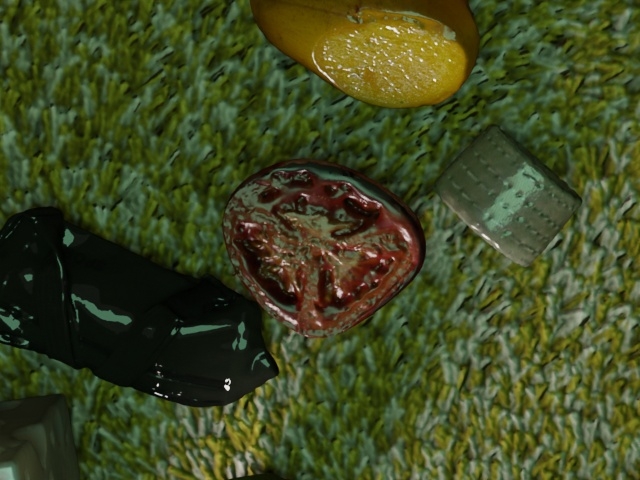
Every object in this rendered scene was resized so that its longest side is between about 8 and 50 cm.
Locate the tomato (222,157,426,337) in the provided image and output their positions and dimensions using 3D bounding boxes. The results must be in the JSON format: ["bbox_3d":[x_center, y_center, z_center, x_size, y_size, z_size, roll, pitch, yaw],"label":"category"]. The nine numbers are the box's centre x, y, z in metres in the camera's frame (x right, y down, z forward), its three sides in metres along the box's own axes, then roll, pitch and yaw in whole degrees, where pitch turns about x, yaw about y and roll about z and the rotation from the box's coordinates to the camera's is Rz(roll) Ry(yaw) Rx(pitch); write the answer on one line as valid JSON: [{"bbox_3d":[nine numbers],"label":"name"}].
[{"bbox_3d":[0.001,-0.008,1.589,0.166,0.082,0.174,-40,100,15],"label":"tomato"}]

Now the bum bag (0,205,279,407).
[{"bbox_3d":[-0.191,0.067,1.615,0.326,0.079,0.142,19,104,-1],"label":"bum bag"}]

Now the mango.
[{"bbox_3d":[0.040,-0.202,1.548,0.217,0.102,0.141,13,124,4],"label":"mango"}]

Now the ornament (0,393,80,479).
[{"bbox_3d":[-0.353,0.301,1.582,0.240,0.239,0.239,-9,99,4],"label":"ornament"}]

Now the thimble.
[{"bbox_3d":[0.173,-0.040,1.566,0.115,0.102,0.090,45,101,25],"label":"thimble"}]

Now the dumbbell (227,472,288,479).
[{"bbox_3d":[-0.093,0.373,1.647,0.121,0.108,0.302,26,100,-1],"label":"dumbbell"}]
